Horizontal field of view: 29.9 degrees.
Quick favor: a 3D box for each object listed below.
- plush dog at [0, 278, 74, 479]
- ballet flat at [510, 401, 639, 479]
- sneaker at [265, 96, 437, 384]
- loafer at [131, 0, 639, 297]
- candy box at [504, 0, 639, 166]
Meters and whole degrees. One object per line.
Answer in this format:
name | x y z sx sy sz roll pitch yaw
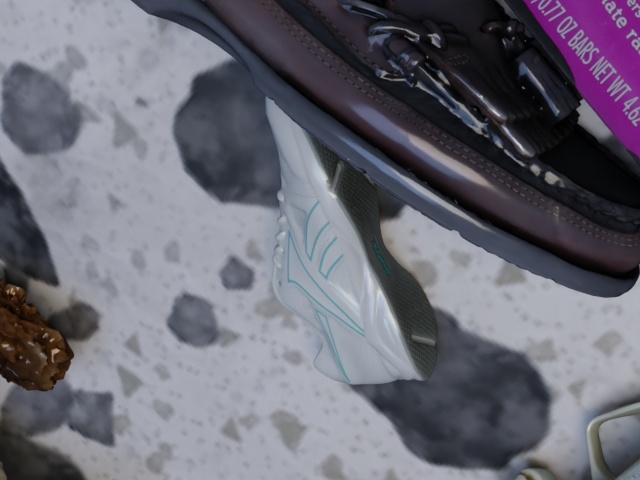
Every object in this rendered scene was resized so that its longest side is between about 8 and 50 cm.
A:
plush dog | -0.245 0.104 0.624 0.262 0.210 0.225 5 97 -10
ballet flat | 0.124 0.120 0.537 0.213 0.072 0.068 -38 65 27
sneaker | 0.000 0.000 0.540 0.061 0.053 0.152 -15 103 27
loafer | 0.017 -0.095 0.474 0.302 0.109 0.095 36 113 9
candy box | 0.185 -0.119 0.393 0.233 0.071 0.159 -45 70 27
